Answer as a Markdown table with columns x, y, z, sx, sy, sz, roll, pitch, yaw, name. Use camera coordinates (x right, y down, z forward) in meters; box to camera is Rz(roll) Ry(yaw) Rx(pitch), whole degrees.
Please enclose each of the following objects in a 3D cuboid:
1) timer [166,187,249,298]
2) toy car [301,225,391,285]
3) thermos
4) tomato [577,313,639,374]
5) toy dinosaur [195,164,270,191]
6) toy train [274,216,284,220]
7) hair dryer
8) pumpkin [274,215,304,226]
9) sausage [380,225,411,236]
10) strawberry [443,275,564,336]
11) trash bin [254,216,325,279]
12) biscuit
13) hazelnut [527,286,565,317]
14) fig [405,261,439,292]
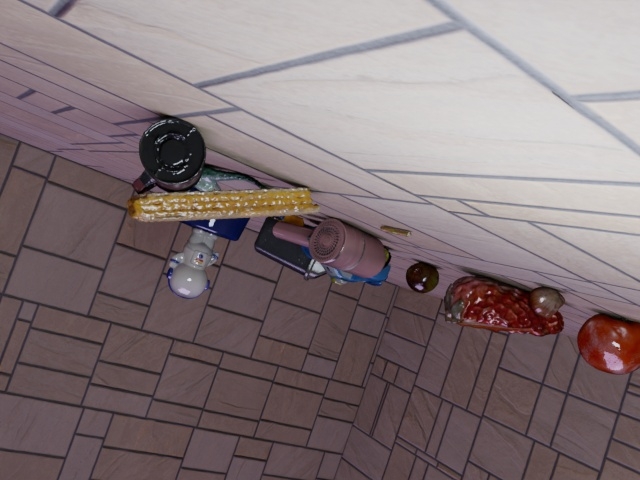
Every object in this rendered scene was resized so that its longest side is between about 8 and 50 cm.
| x | y | z | sx | sy | sz | roll | pitch | yaw | name |
| --- | --- | --- | --- | --- | --- | --- | --- | --- | --- |
| -0.426 | 0.018 | 2.270 | 0.270 | 0.384 | 0.270 | 20 | 176 | 1 | timer |
| 0.067 | 0.055 | 2.037 | 0.314 | 0.166 | 0.198 | 22 | 172 | -21 | toy car |
| -0.282 | -0.135 | 1.222 | 0.109 | 0.136 | 0.330 | 24 | 176 | -11 | thermos |
| 0.771 | 0.273 | 1.692 | 0.187 | 0.151 | 0.187 | 24 | 175 | 2 | tomato |
| -0.241 | -0.127 | 1.555 | 0.383 | 0.076 | 0.129 | 10 | 148 | 28 | toy dinosaur |
| -0.126 | -0.098 | 1.623 | 0.052 | 0.051 | 0.234 | 19 | 173 | 9 | toy train |
| 0.000 | 0.000 | 1.853 | 0.352 | 0.125 | 0.210 | 18 | 177 | 42 | hair dryer |
| -0.102 | -0.063 | 1.995 | 0.083 | 0.054 | 0.074 | 17 | -177 | -36 | pumpkin |
| 0.173 | -0.021 | 1.482 | 0.015 | 0.015 | 0.100 | 23 | 175 | -40 | sausage |
| 0.524 | 0.187 | 1.851 | 0.336 | 0.149 | 0.265 | 9 | 169 | 3 | strawberry |
| -0.078 | 0.031 | 2.305 | 0.290 | 0.182 | 0.209 | 24 | 178 | 4 | trash bin |
| -0.185 | -0.071 | 1.280 | 0.378 | 0.054 | 0.094 | -4 | 180 | -26 | biscuit |
| 0.555 | 0.149 | 1.586 | 0.086 | 0.086 | 0.086 | 19 | 176 | 1 | hazelnut |
| 0.343 | 0.129 | 2.120 | 0.109 | 0.103 | 0.154 | 45 | -176 | 38 | fig |
